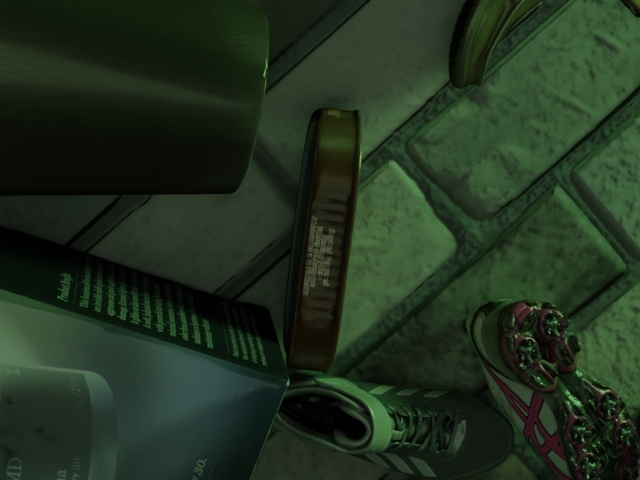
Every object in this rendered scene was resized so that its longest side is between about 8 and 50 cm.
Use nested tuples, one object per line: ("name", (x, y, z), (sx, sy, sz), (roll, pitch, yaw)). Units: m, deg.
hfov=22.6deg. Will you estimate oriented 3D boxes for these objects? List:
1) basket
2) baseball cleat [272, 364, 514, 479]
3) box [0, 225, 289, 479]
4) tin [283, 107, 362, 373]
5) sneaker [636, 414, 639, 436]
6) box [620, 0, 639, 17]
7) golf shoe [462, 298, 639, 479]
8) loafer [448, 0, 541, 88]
("basket", (-0.158, -0.111, 1.059), (0.227, 0.154, 0.204), (8, 104, -13))
("baseball cleat", (0.054, 0.141, 1.166), (0.206, 0.109, 0.072), (10, 93, -12))
("box", (-0.213, 0.158, 1.100), (0.294, 0.183, 0.296), (18, 100, -10))
("tin", (0.000, 0.000, 1.128), (0.040, 0.106, 0.189), (7, 102, -1))
("sneaker", (0.406, 0.161, 1.212), (0.331, 0.122, 0.146), (-7, 103, -5))
("box", (0.230, -0.283, 1.110), (0.164, 0.021, 0.201), (42, 84, -15))
("golf shoe", (0.174, 0.121, 1.197), (0.067, 0.086, 0.186), (-36, 104, -24))
("loafer", (0.133, -0.173, 1.127), (0.050, 0.056, 0.148), (20, 101, -6))
